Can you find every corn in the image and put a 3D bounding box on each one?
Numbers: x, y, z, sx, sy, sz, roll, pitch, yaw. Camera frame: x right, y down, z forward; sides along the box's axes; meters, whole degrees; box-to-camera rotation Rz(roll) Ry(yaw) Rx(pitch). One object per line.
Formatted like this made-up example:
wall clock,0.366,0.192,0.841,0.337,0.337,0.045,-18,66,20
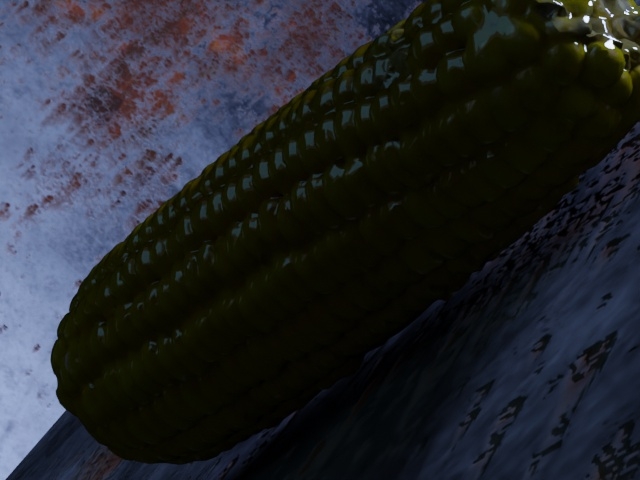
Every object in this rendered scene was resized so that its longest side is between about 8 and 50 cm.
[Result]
corn,0.000,0.000,0.696,0.363,0.120,0.120,-36,11,40
